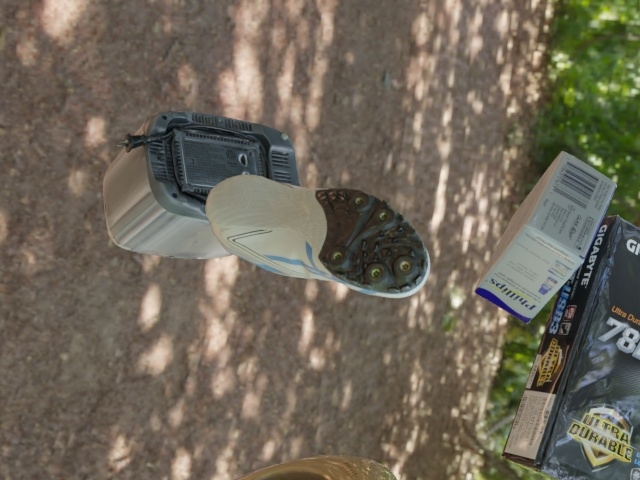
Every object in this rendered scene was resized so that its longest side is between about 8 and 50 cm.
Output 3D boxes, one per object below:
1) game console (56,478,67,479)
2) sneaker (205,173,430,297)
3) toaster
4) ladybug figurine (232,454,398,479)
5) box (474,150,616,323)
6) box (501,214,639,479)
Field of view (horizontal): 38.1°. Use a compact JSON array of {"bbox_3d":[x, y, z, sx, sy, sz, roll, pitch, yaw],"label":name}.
[{"bbox_3d":[-0.314,0.351,0.998,0.124,0.144,0.085,-10,154,-40],"label":"game console"},{"bbox_3d":[0.000,0.000,0.814,0.085,0.237,0.086,-58,141,-17],"label":"sneaker"},{"bbox_3d":[-0.141,-0.054,1.020,0.227,0.146,0.129,3,66,-38],"label":"toaster"},{"bbox_3d":[-0.088,0.435,1.178,0.449,0.305,0.162,-22,109,-16],"label":"ladybug figurine"},{"bbox_3d":[0.242,-0.001,1.003,0.126,0.072,0.137,-55,174,-36],"label":"box"},{"bbox_3d":[0.380,0.164,1.059,0.295,0.073,0.293,27,79,-21],"label":"box"}]
